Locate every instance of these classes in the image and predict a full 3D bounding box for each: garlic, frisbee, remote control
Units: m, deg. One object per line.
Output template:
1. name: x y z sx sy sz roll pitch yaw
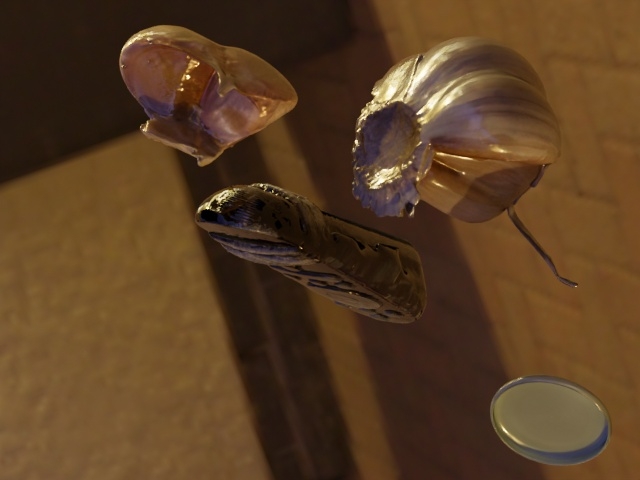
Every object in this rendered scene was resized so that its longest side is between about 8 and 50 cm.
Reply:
1. garlic: 0.131 -0.055 1.794 0.207 0.207 0.256 -179 72 -71
2. garlic: -0.112 -0.152 1.874 0.174 0.124 0.099 29 131 3
3. frisbee: 0.204 0.158 1.714 0.014 0.110 0.110 -69 -19 -46
4. remote control: 0.000 0.000 1.361 0.266 0.090 0.066 30 -113 -60
